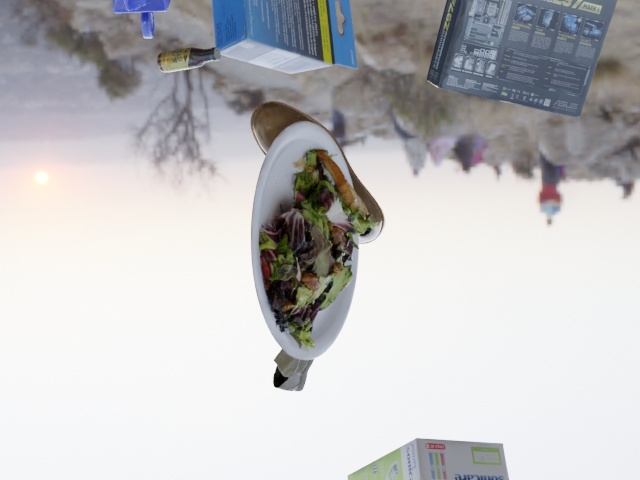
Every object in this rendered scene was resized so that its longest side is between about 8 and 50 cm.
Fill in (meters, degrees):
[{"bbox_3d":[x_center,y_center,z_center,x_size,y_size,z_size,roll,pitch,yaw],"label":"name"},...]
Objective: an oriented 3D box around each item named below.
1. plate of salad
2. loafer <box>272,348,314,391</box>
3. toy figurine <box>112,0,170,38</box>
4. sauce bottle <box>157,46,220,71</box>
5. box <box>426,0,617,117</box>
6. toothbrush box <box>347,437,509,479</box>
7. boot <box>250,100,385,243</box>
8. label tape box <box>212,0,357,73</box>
[{"bbox_3d":[0.000,0.000,0.826,0.048,0.200,0.200,0,-171,26],"label":"plate of salad"},{"bbox_3d":[-0.044,0.189,1.565,0.050,0.148,0.056,-13,-138,-26],"label":"loafer"},{"bbox_3d":[-0.247,-0.351,1.183,0.191,0.217,0.363,-12,-154,1],"label":"toy figurine"},{"bbox_3d":[-0.253,-0.353,1.911,0.128,0.042,0.042,-6,-173,24],"label":"sauce bottle"},{"bbox_3d":[0.286,-0.288,1.406,0.232,0.184,0.059,8,-161,-16],"label":"box"},{"bbox_3d":[0.209,0.491,1.961,0.206,0.122,0.283,9,151,-25],"label":"toothbrush box"},{"bbox_3d":[-0.007,-0.121,1.656,0.112,0.305,0.115,-44,174,8],"label":"boot"},{"bbox_3d":[-0.080,-0.497,2.155,0.105,0.241,0.333,-16,164,42],"label":"label tape box"}]
